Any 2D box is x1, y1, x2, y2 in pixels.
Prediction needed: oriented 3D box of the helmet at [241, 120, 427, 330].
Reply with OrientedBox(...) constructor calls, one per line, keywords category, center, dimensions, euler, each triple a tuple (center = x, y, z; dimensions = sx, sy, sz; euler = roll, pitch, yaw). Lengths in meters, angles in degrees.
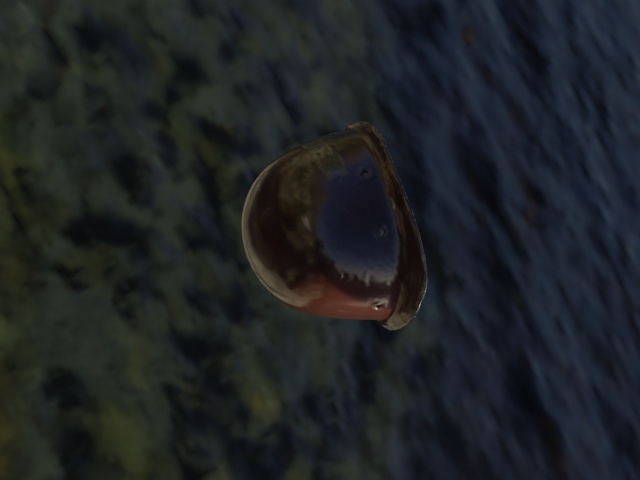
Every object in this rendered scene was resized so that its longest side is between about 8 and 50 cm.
OrientedBox(category="helmet", center=(0.000, 0.000, 1.338), dimensions=(0.106, 0.155, 0.175), euler=(-12, 41, -22))
